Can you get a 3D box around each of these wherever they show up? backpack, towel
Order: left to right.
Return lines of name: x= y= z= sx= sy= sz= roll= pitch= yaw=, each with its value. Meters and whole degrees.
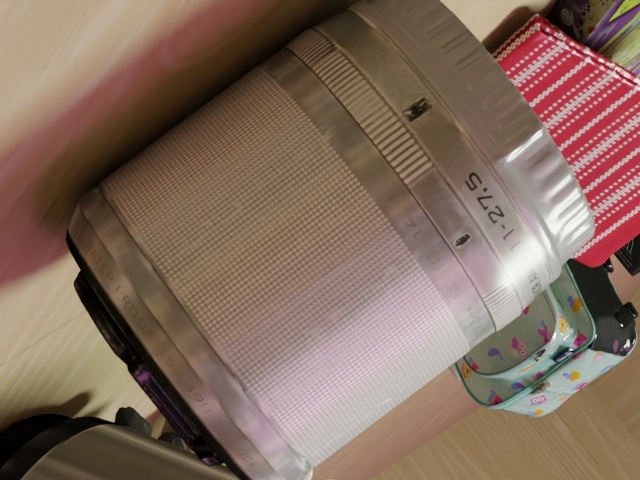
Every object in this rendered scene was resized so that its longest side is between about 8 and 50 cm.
backpack: x=0.218 y=0.092 z=1.921 sx=0.144 sy=0.166 sz=0.188 roll=5 pitch=140 yaw=-38
towel: x=0.209 y=-0.077 z=1.539 sx=0.275 sy=0.031 sz=0.199 roll=24 pitch=130 yaw=-35

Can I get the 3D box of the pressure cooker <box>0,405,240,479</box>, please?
pressure cooker: x=-0.168 y=0.338 z=1.504 sx=0.375 sy=0.420 sz=0.370 roll=-71 pitch=160 yaw=-1

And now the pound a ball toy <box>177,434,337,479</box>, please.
pound a ball toy: x=-0.055 y=0.235 z=1.984 sx=0.208 sy=0.136 sz=0.319 roll=2 pitch=159 yaw=-9

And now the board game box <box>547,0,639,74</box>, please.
board game box: x=0.270 y=-0.205 z=1.554 sx=0.208 sy=0.056 sz=0.347 roll=-27 pitch=165 yaw=-25

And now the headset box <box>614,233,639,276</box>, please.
headset box: x=0.497 y=-0.114 z=2.356 sx=0.246 sy=0.131 sz=0.283 roll=-33 pitch=167 yaw=-23

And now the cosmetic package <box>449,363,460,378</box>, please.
cosmetic package: x=0.262 y=0.076 z=2.478 sx=0.238 sy=0.107 sz=0.127 roll=-40 pitch=169 yaw=26

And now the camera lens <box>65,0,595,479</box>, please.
camera lens: x=0.000 y=0.000 z=1.115 sx=0.274 sy=0.219 sz=0.219 roll=-37 pitch=168 yaw=-3
